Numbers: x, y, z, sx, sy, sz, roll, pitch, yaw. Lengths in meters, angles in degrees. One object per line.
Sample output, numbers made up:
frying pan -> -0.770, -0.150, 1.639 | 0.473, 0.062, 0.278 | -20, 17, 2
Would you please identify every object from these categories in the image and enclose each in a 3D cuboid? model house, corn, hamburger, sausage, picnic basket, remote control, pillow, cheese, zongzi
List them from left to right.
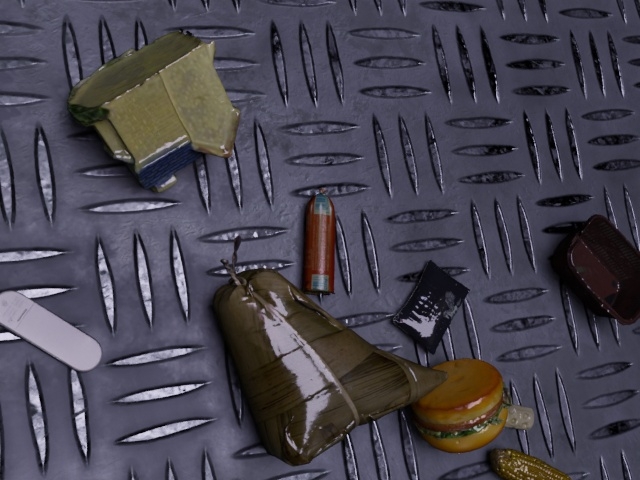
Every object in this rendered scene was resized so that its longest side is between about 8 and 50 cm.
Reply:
remote control -> -0.556, 0.185, 1.604 | 0.245, 0.022, 0.077 | 35, 64, -14
model house -> -0.347, -0.271, 1.717 | 0.321, 0.261, 0.266 | -35, 120, -11
sausage -> 0.000, 0.000, 1.879 | 0.083, 0.083, 0.264 | 9, 73, -23
zongzi -> 0.012, 0.184, 1.764 | 0.467, 0.218, 0.500 | -22, 91, -29
pillow -> 0.282, 0.167, 1.986 | 0.141, 0.055, 0.208 | 39, 65, -6
hamburger -> 0.337, 0.400, 1.865 | 0.246, 0.246, 0.170 | -27, 110, -28
cheese -> 0.463, 0.446, 2.016 | 0.194, 0.043, 0.065 | 15, 71, -22
corn -> 0.540, 0.597, 1.991 | 0.262, 0.097, 0.097 | 31, 67, -15
picnic basket -> 0.780, 0.092, 2.198 | 0.297, 0.129, 0.222 | 45, 66, -9
